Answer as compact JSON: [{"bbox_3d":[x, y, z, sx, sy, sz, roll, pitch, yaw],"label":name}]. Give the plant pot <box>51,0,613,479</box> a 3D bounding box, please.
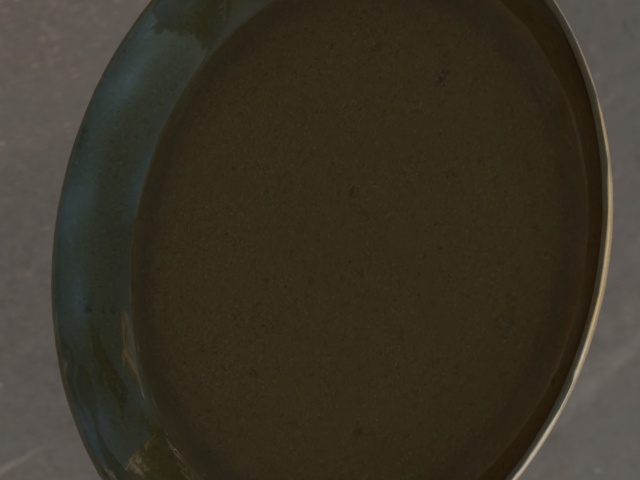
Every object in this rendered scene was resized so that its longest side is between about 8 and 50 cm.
[{"bbox_3d":[0.000,0.000,0.556,0.032,0.236,0.236,13,74,-50],"label":"plant pot"}]
